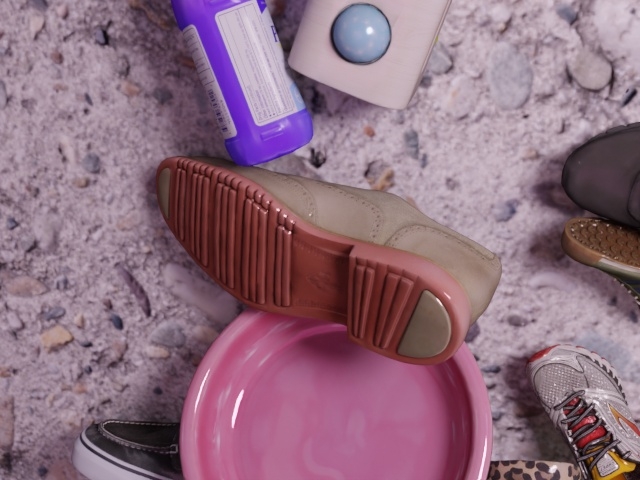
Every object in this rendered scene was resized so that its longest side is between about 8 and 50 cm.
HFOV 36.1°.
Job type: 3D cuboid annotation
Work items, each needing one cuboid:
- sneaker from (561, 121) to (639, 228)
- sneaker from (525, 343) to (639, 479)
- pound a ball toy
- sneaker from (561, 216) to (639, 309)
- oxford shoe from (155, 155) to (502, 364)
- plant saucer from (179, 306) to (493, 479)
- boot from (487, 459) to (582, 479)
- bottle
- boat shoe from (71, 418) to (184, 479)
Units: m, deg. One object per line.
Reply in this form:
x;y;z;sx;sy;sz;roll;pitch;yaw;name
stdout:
0.371;-0.039;0.919;0.286;0.130;0.109;10;113;13;sneaker
0.301;0.205;1.042;0.088;0.093;0.225;-37;96;23;sneaker
0.116;-0.277;0.900;0.208;0.136;0.319;24;114;6;pound a ball toy
0.328;0.041;0.984;0.192;0.064;0.086;13;133;4;sneaker
0.000;0.000;1.040;0.397;0.146;0.140;27;129;24;oxford shoe
0.018;0.206;1.050;0.332;0.084;0.332;-4;70;11;plant saucer
0.186;0.389;1.084;0.138;0.377;0.284;5;75;-10;boot
-0.094;-0.217;0.984;0.092;0.118;0.283;-22;99;-4;bottle
-0.124;0.249;1.170;0.335;0.121;0.119;11;104;-1;boat shoe
